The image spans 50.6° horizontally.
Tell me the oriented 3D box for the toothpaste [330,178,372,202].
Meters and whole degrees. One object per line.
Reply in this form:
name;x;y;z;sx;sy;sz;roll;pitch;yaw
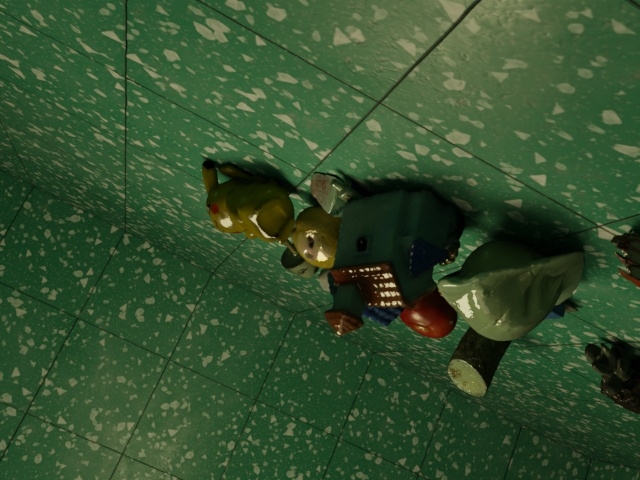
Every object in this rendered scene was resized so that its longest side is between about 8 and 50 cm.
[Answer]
toothpaste;0.131;-0.081;1.668;0.268;0.047;0.069;30;142;-28

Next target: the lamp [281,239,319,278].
lamp;-0.090;0.034;2.234;0.121;0.121;0.214;9;149;43

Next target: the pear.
pear;0.005;-0.014;1.852;0.178;0.178;0.178;22;164;7

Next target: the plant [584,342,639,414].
plant;0.856;0.386;1.932;0.274;0.149;0.146;38;159;-31

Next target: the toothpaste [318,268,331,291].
toothpaste;0.150;0.060;1.920;0.371;0.080;0.125;-25;133;37

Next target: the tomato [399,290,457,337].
tomato;0.348;0.229;2.182;0.195;0.136;0.195;24;162;8

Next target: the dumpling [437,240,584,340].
dumpling;0.418;0.089;1.504;0.212;0.321;0.270;34;136;30

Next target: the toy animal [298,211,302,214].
toy animal;0.000;0.000;2.042;0.148;0.084;0.233;29;172;31

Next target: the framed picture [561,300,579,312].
framed picture;0.534;0.151;1.876;0.231;0.018;0.293;28;164;-12

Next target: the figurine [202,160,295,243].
figurine;-0.215;-0.104;1.889;0.327;0.169;0.218;8;142;39

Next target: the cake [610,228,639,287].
cake;0.666;0.062;1.268;0.287;0.098;0.135;24;166;-17

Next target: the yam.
yam;0.519;0.363;2.200;0.154;0.254;0.154;29;157;14

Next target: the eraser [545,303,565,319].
eraser;0.522;0.177;1.866;0.144;0.042;0.312;27;164;-11

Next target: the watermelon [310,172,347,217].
watermelon;0.034;-0.109;1.724;0.094;0.081;0.180;45;176;44

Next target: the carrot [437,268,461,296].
carrot;0.356;0.093;1.650;0.070;0.070;0.260;14;-166;32

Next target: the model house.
model house;0.161;0.084;1.562;0.252;0.329;0.295;33;154;-32
